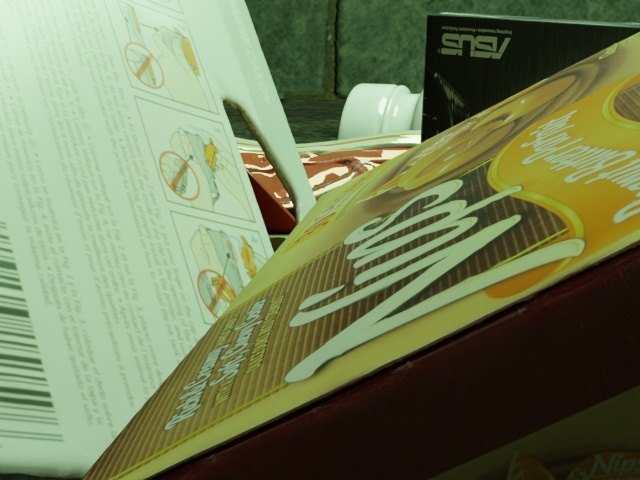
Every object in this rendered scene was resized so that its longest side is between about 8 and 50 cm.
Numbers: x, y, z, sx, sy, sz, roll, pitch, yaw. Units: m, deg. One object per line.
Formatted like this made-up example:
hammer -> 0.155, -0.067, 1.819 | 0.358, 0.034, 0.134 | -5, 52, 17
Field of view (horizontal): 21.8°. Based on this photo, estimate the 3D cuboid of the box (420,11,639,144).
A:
box -> 0.141, -0.017, 0.822 | 0.056, 0.183, 0.231 | -4, 11, -38

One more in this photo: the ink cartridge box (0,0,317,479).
ink cartridge box -> -0.091, -0.024, 0.617 | 0.060, 0.275, 0.239 | -31, -26, 26

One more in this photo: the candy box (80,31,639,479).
candy box -> 0.060, 0.021, 0.516 | 0.183, 0.087, 0.316 | -28, 9, 19

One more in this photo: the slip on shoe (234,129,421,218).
slip on shoe -> 0.000, 0.000, 0.973 | 0.331, 0.123, 0.101 | 4, 40, -17

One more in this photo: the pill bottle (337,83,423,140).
pill bottle -> 0.142, -0.057, 1.202 | 0.245, 0.136, 0.136 | 5, 10, 17

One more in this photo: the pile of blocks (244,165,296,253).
pile of blocks -> -0.093, 0.021, 0.716 | 0.362, 0.113, 0.149 | -1, 7, -35
